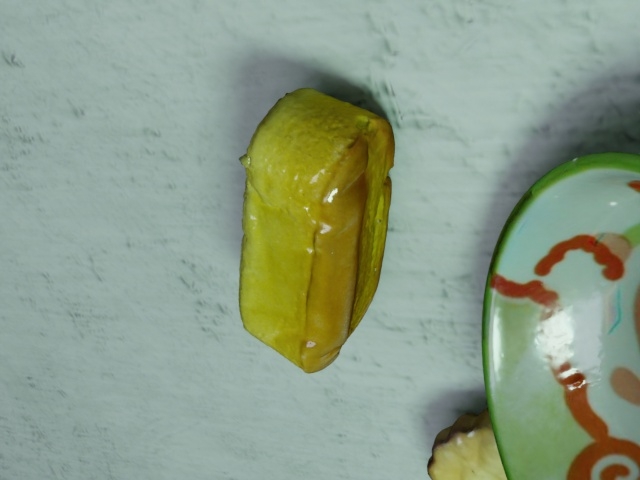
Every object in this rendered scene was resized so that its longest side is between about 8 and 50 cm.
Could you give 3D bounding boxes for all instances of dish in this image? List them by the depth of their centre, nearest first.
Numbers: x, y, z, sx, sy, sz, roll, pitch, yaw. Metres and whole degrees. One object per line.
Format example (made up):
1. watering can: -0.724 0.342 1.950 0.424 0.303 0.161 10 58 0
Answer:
1. dish: 0.237 0.099 0.666 0.324 0.124 0.324 170 90 -67

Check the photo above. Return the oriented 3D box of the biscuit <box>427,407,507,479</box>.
1. biscuit: 0.154 0.211 0.929 0.118 0.061 0.183 -2 124 39

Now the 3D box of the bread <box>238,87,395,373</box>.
1. bread: 0.000 0.000 0.813 0.094 0.102 0.246 28 138 21
